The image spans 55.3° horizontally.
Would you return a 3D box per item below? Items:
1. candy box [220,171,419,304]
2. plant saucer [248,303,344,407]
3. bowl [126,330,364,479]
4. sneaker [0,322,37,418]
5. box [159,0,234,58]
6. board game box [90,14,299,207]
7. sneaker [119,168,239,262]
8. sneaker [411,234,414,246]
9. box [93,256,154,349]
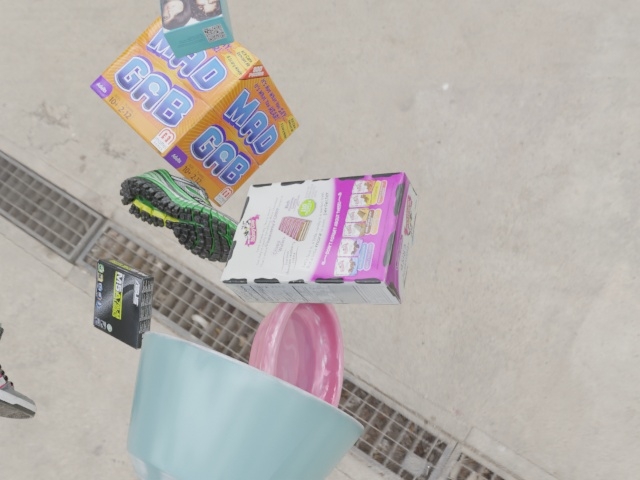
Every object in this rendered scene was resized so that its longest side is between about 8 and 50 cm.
[{"bbox_3d":[0.000,0.000,0.804,0.234,0.071,0.159,-1,59,27],"label":"candy box"},{"bbox_3d":[-0.051,0.264,1.267,0.084,0.332,0.331,-2,69,26],"label":"plant saucer"},{"bbox_3d":[-0.116,0.253,0.778,0.312,0.311,0.163,17,69,16],"label":"bowl"},{"bbox_3d":[-0.754,0.281,1.388,0.124,0.295,0.178,-15,48,25],"label":"sneaker"},{"bbox_3d":[-0.213,-0.421,1.005,0.101,0.060,0.244,-15,64,4],"label":"box"},{"bbox_3d":[-0.347,-0.385,1.766,0.356,0.356,0.356,-46,66,-3],"label":"board game box"},{"bbox_3d":[-0.290,-0.075,1.428,0.344,0.134,0.146,32,41,11],"label":"sneaker"},{"bbox_3d":[0.029,0.022,1.029,0.258,0.091,0.094,-15,107,-14],"label":"sneaker"},{"bbox_3d":[-0.501,0.156,1.546,0.184,0.045,0.190,19,106,35],"label":"box"}]
